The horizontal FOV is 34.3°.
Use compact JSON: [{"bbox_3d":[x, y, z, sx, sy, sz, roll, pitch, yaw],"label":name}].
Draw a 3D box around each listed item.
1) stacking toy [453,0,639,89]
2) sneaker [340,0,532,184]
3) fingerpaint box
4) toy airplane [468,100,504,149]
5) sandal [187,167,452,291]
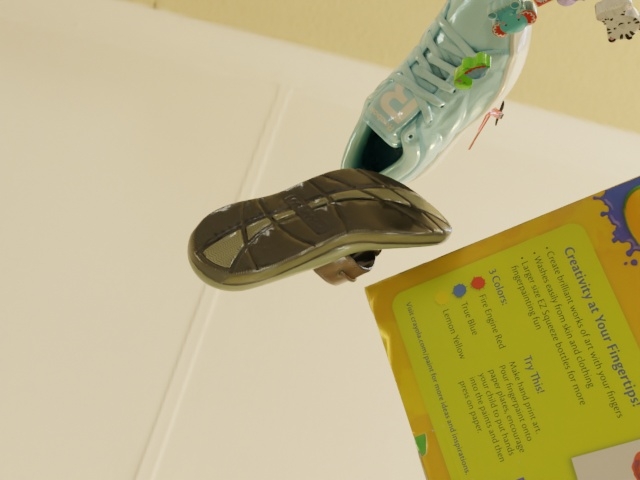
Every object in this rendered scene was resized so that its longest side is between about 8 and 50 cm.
[{"bbox_3d":[0.241,-0.261,1.125,0.052,0.221,0.167,41,-139,-39],"label":"stacking toy"},{"bbox_3d":[0.137,-0.181,1.321,0.135,0.366,0.150,44,-134,17],"label":"sneaker"},{"bbox_3d":[0.295,0.197,1.062,0.371,0.163,0.444,-23,-117,10],"label":"fingerpaint box"},{"bbox_3d":[0.278,-0.211,1.685,0.028,0.151,0.151,31,-137,18],"label":"toy airplane"},{"bbox_3d":[-0.002,-0.001,1.071,0.303,0.086,0.120,-13,-134,-29],"label":"sandal"}]
